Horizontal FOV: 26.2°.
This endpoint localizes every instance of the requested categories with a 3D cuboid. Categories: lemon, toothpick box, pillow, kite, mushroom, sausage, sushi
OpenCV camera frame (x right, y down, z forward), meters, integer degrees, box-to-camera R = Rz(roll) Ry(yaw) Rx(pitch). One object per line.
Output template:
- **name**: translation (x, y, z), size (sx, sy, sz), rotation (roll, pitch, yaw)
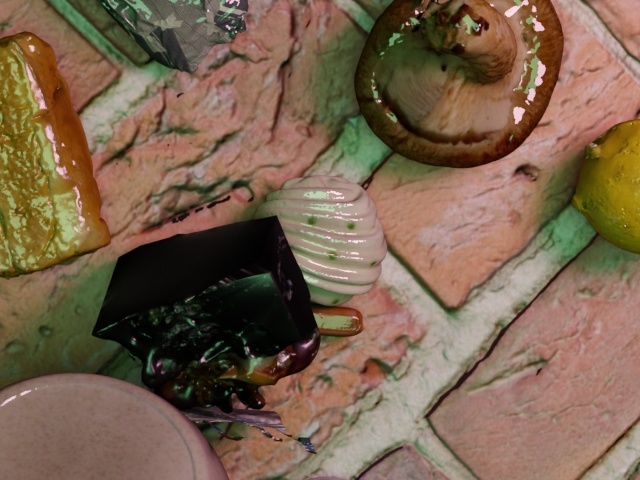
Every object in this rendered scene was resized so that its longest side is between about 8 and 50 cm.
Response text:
- **lemon**: translation (0.425, -0.068, 1.762), size (0.206, 0.173, 0.173), rotation (13, 95, -5)
- **toothpick box**: translation (-0.305, 0.405, 1.619), size (0.409, 0.409, 0.425), rotation (10, 131, -6)
- **pillow**: translation (-0.230, -0.366, 1.702), size (0.161, 0.092, 0.335), rotation (-37, 98, 8)
- **kite**: translation (-0.108, 0.224, 1.677), size (0.169, 0.310, 0.015), rotation (7, 89, -14)
- **mushroom**: translation (0.178, -0.209, 1.718), size (0.267, 0.254, 0.267), rotation (2, 122, 4)
- **sausage**: translation (-0.006, 0.104, 1.808), size (0.131, 0.039, 0.041), rotation (6, 89, -7)
- **sushi**: translation (-0.124, 0.103, 1.693), size (0.227, 0.215, 0.212), rotation (-20, 115, 10)

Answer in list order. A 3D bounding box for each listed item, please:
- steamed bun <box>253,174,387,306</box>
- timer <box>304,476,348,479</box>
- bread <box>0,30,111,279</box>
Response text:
- **steamed bun**: translation (0.000, 0.000, 1.764), size (0.183, 0.106, 0.183), rotation (-1, 98, -6)
- **timer**: translation (0.046, 0.447, 1.829), size (0.262, 0.087, 0.237), rotation (15, 95, -7)
- **bread**: translation (-0.371, -0.105, 1.703), size (0.167, 0.132, 0.294), rotation (-18, 99, -2)
